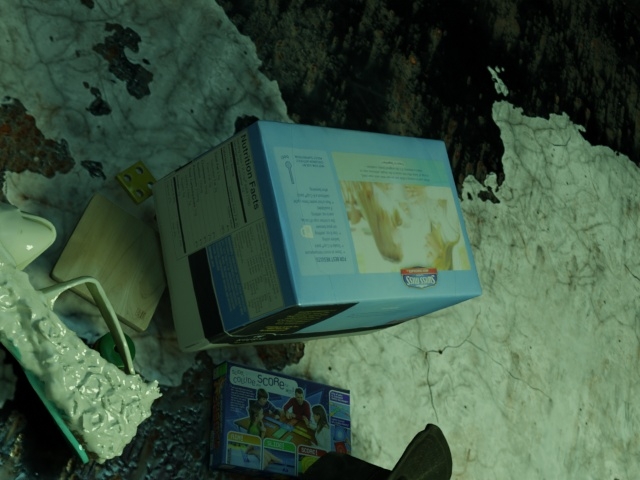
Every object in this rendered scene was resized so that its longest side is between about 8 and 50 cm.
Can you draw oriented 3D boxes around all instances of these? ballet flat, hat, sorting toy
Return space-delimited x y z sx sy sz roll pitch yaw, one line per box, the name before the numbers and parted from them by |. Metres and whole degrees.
ballet flat | -0.315 0.056 1.062 0.409 0.147 0.147 58 44 -19
hat | 0.024 0.349 1.188 0.134 0.331 0.331 25 38 27
sorting toy | -0.254 0.025 1.226 0.132 0.046 0.274 35 50 -20

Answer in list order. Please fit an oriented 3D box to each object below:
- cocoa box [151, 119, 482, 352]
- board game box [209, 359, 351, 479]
cocoa box | 0.000 0.000 1.274 0.347 0.228 0.231 0 72 -44
board game box | -0.048 0.243 1.288 0.201 0.035 0.136 19 56 -31
